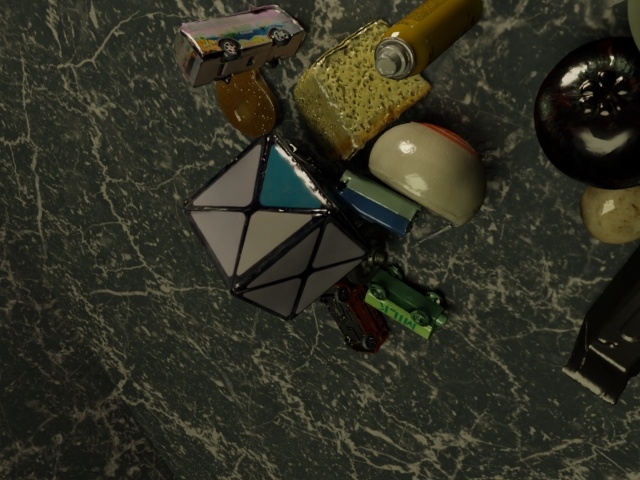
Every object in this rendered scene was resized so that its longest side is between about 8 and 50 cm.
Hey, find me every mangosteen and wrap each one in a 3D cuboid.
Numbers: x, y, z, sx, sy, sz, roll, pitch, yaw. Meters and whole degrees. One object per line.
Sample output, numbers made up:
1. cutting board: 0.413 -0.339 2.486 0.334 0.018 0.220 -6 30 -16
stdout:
1. mangosteen: 0.565 -0.233 1.489 0.300 0.300 0.300 20 132 24

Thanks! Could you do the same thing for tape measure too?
1. tape measure: 0.074 -0.126 1.908 0.351 0.215 0.097 30 96 0

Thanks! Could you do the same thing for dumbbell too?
1. dumbbell: 0.000 0.000 2.146 0.406 0.179 0.179 16 130 29

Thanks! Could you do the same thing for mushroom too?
1. mushroom: 0.631 -0.073 1.656 0.166 0.127 0.166 5 130 6

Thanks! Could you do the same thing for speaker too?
1. speaker: 0.709 0.166 1.731 0.180 0.184 0.388 33 135 13

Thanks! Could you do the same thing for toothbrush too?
1. toothbrush: 0.291 -0.013 2.036 0.011 0.013 0.131 48 134 -10

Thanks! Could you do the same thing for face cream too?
1. face cream: 0.206 -0.407 1.554 0.105 0.349 0.105 20 131 25

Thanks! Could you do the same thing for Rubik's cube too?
1. Rubik's cube: -0.101 -0.032 1.925 0.305 0.310 0.307 56 -171 31

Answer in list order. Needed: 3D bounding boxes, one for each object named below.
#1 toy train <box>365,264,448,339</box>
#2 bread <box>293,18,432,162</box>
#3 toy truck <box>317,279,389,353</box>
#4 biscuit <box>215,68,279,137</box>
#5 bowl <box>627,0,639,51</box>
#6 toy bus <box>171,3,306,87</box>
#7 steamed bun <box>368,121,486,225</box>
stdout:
1. toy train: 0.232 0.179 2.171 0.253 0.105 0.157 30 148 17
2. bread: 0.090 -0.348 1.899 0.248 0.279 0.315 54 179 -9
3. toy truck: 0.093 0.205 2.275 0.107 0.114 0.252 -5 120 52
4. biscuit: -0.191 -0.375 2.098 0.181 0.049 0.208 -25 104 45
5. bowl: 0.650 -0.361 1.291 0.354 0.354 0.185 40 156 5
6. toy bus: -0.189 -0.464 1.847 0.138 0.317 0.112 53 141 13
7. steamed bun: 0.255 -0.167 1.784 0.283 0.283 0.177 32 96 14
